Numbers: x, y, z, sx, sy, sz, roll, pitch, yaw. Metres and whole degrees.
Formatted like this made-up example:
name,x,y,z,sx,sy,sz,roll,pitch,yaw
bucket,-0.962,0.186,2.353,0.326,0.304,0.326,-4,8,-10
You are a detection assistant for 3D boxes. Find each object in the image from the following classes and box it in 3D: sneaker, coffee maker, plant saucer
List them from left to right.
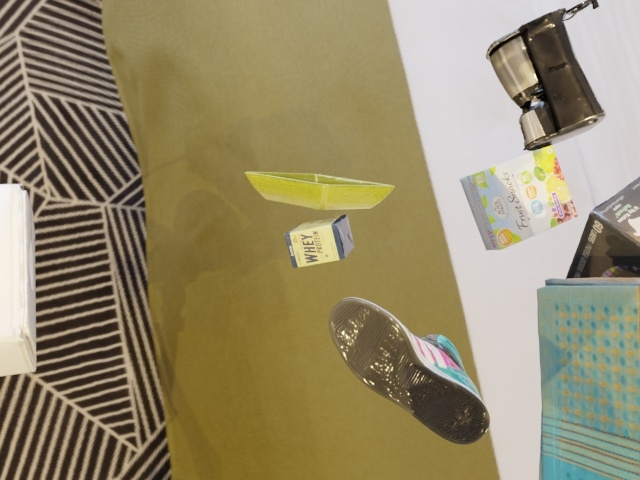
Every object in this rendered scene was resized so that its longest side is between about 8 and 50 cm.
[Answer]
name,x,y,z,sx,sy,sz,roll,pitch,yaw
plant saucer,-0.002,-0.083,0.968,0.188,0.188,0.045,-6,105,-49
sneaker,0.139,0.187,0.934,0.295,0.178,0.124,42,96,-2
coffee maker,0.364,-0.248,0.872,0.120,0.171,0.178,-16,81,-48

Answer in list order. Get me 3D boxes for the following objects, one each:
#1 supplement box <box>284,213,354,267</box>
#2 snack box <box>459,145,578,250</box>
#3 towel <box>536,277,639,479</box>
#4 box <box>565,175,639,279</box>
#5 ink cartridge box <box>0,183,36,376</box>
name,x,y,z,sx,sy,sz,roll,pitch,yaw
supplement box,0.000,0.000,0.889,0.083,0.083,0.056,-42,119,-71
snack box,0.433,-0.093,1.246,0.207,0.070,0.174,-22,92,-11
towel,0.301,0.162,0.421,0.040,0.370,0.271,4,85,-20
box,0.404,0.062,0.561,0.143,0.165,0.270,-34,54,-13
ink cartridge box,-0.361,0.040,0.480,0.217,0.092,0.159,-5,60,-21
